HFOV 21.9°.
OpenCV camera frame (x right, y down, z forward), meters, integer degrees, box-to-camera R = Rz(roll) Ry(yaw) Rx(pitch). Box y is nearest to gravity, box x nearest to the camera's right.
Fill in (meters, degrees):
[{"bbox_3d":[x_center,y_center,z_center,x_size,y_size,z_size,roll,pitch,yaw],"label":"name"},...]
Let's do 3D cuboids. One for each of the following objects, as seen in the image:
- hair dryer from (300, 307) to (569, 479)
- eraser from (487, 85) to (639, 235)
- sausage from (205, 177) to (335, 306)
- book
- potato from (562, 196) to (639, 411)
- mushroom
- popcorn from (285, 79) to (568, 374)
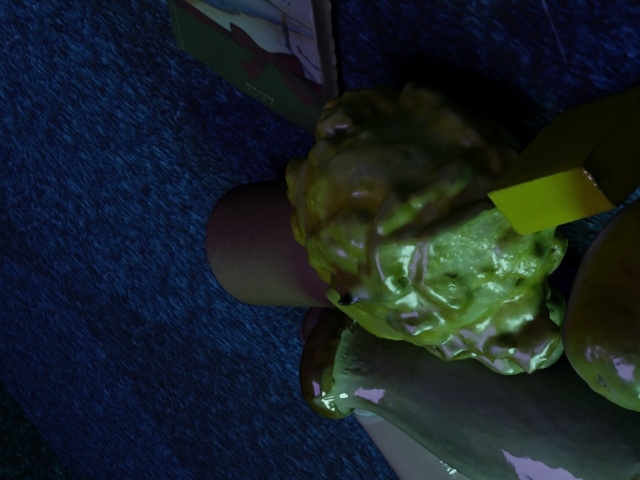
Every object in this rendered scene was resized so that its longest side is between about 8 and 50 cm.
[{"bbox_3d":[0.158,0.139,1.493,0.352,0.125,0.210,3,134,49],"label":"hair dryer"},{"bbox_3d":[0.184,-0.056,1.127,0.045,0.097,0.122,51,155,-11],"label":"eraser"},{"bbox_3d":[0.000,0.000,1.507,0.123,0.123,0.253,54,154,-18],"label":"sausage"},{"bbox_3d":[-0.066,-0.213,1.381,0.201,0.026,0.289,35,156,27],"label":"book"},{"bbox_3d":[0.244,0.035,1.056,0.157,0.194,0.157,43,158,22],"label":"potato"},{"bbox_3d":[0.143,0.142,1.340,0.350,0.128,0.128,19,148,24],"label":"mushroom"},{"bbox_3d":[0.082,0.003,1.277,0.266,0.192,0.233,47,159,9],"label":"popcorn"}]
